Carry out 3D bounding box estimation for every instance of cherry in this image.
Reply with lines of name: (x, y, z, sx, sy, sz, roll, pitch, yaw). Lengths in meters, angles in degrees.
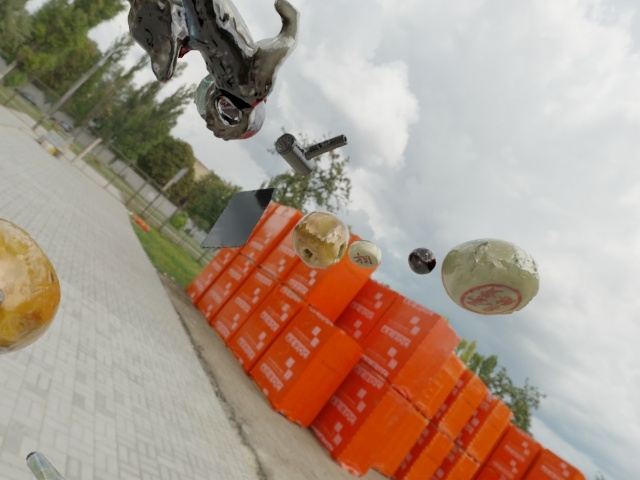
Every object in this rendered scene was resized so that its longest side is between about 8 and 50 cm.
cherry: (-0.250, -0.392, 1.269, 0.195, 0.195, 0.195, 39, -11, 9)

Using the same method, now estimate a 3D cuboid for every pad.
pad: (-0.153, -0.044, 0.797, 0.112, 0.157, 0.003, -2, -44, 32)

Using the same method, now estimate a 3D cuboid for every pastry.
pastry: (0.455, 0.099, 1.137, 0.264, 0.133, 0.265, 7, -41, 6)

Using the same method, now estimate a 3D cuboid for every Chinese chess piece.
Chinese chess piece: (0.161, 0.050, 1.536, 0.121, 0.051, 0.122, 15, -30, 9)

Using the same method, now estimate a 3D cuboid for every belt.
belt: (-0.345, -0.559, 1.642, 0.324, 0.259, 0.122, -24, -104, 57)

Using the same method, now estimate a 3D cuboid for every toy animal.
toy animal: (-0.222, -0.374, 0.804, 0.344, 0.303, 0.194, 23, 19, -31)

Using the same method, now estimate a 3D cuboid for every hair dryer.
hair dryer: (-0.019, -0.342, 1.562, 0.197, 0.251, 0.089, 37, 41, -62)

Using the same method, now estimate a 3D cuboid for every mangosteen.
mangosteen: (0.285, 0.060, 1.192, 0.081, 0.081, 0.081, 39, -11, 9)

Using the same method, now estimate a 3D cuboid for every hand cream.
hand cream: (-0.759, 0.639, 1.165, 0.194, 0.042, 0.067, 10, -10, 36)

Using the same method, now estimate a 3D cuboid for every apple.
apple: (0.000, 0.000, 1.309, 0.199, 0.199, 0.199, 39, -11, 9)

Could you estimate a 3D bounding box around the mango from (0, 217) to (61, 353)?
mango: (-0.448, 0.063, 0.580, 0.359, 0.143, 0.187, -15, -79, 57)
